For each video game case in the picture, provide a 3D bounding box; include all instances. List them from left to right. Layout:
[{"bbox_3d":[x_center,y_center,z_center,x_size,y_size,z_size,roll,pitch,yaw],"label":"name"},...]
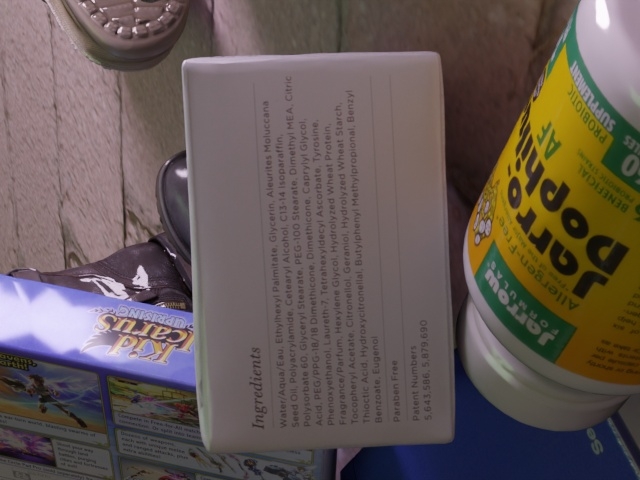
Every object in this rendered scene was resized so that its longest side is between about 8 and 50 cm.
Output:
[{"bbox_3d":[-0.122,0.136,0.902,0.244,0.269,0.061,93,-170,-50],"label":"video game case"}]

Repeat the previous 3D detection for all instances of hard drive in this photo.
[{"bbox_3d":[0.115,0.170,0.746,0.210,0.040,0.319,63,152,19],"label":"hard drive"}]

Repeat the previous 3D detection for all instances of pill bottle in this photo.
[{"bbox_3d":[0.125,-0.011,0.529,0.118,0.117,0.208,58,151,26],"label":"pill bottle"}]

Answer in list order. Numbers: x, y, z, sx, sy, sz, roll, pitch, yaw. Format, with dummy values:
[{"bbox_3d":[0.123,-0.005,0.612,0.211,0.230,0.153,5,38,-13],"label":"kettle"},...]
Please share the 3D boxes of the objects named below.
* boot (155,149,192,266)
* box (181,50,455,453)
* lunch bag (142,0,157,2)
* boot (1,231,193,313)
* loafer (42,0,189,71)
[{"bbox_3d":[-0.028,0.003,0.884,0.190,0.076,0.208,58,160,-2],"label":"boot"},{"bbox_3d":[0.000,0.000,0.670,0.181,0.119,0.182,-88,-5,-86],"label":"box"},{"bbox_3d":[-0.090,-0.306,0.721,0.287,0.168,0.235,-125,27,-46],"label":"lunch bag"},{"bbox_3d":[-0.175,0.109,1.056,0.263,0.229,0.091,58,150,29],"label":"boot"},{"bbox_3d":[-0.170,-0.207,1.014,0.092,0.101,0.268,98,153,-43],"label":"loafer"}]
